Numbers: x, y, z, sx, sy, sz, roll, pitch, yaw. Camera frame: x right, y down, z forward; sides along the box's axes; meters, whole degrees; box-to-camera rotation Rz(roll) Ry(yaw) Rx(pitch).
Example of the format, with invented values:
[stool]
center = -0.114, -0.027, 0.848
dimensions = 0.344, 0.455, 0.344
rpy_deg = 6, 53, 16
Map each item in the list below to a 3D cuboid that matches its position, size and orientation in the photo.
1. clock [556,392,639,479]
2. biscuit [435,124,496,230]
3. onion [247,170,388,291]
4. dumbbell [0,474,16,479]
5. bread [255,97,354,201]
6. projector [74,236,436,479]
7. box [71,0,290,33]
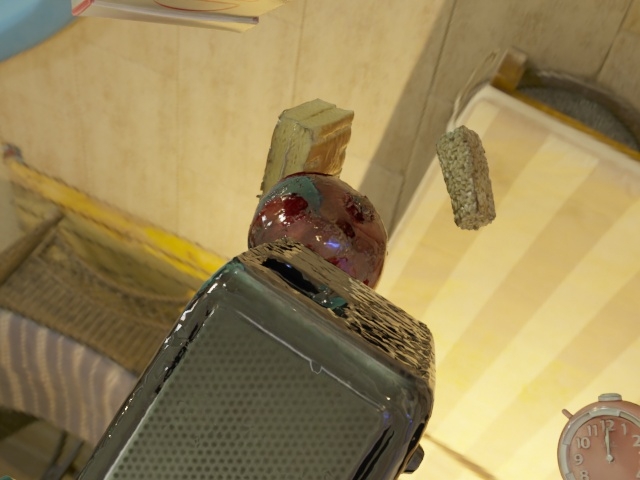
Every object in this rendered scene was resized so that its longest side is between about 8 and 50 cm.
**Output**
[clock]
center = 0.581, 0.420, 1.888
dimensions = 0.227, 0.241, 0.142
rpy_deg = -9, 171, 30
[biscuit]
center = 0.235, -0.100, 1.555
dimensions = 0.070, 0.168, 0.082
rpy_deg = -26, 155, 38
[onion]
center = 0.000, 0.000, 1.738
dimensions = 0.276, 0.276, 0.276
rpy_deg = 19, 141, 17
[dumbbell]
center = -0.620, 0.533, 1.715
dimensions = 0.152, 0.218, 0.152
rpy_deg = 31, 134, 38
[bread]
center = -0.034, -0.155, 1.999
dimensions = 0.111, 0.246, 0.239
rpy_deg = 20, 110, 17
[projector]
center = -0.073, 0.229, 0.959
dimensions = 0.242, 0.405, 0.395
rpy_deg = 33, -174, 3
[box]
center = -0.198, -0.516, 1.486
dimensions = 0.300, 0.312, 0.314
rpy_deg = -6, 86, 56
